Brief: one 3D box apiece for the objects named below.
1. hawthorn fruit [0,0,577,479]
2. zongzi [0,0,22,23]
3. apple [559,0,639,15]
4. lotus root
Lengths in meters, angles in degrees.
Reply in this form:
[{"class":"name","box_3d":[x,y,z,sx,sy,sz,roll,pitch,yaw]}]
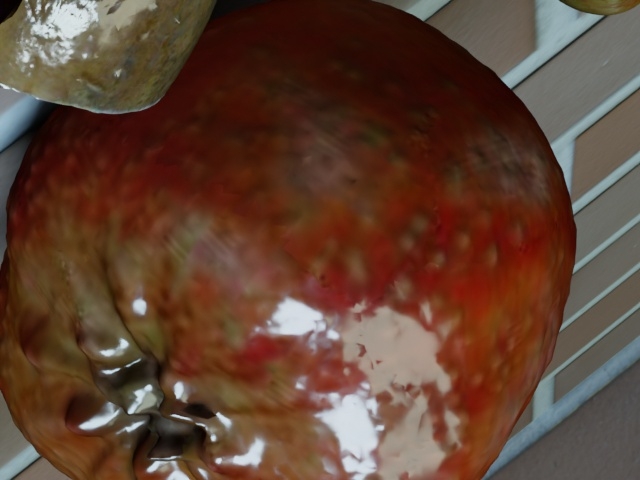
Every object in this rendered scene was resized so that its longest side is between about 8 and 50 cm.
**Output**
[{"class":"hawthorn fruit","box_3d":[0.000,0.000,0.962,0.330,0.287,0.287,-44,172,-46]},{"class":"zongzi","box_3d":[-0.232,-0.073,0.466,0.317,0.154,0.289,-24,165,-4]},{"class":"apple","box_3d":[0.165,-0.187,1.054,0.126,0.102,0.126,-35,164,-11]},{"class":"lotus root","box_3d":[-0.086,-0.106,0.699,0.112,0.122,0.081,13,123,-39]}]
